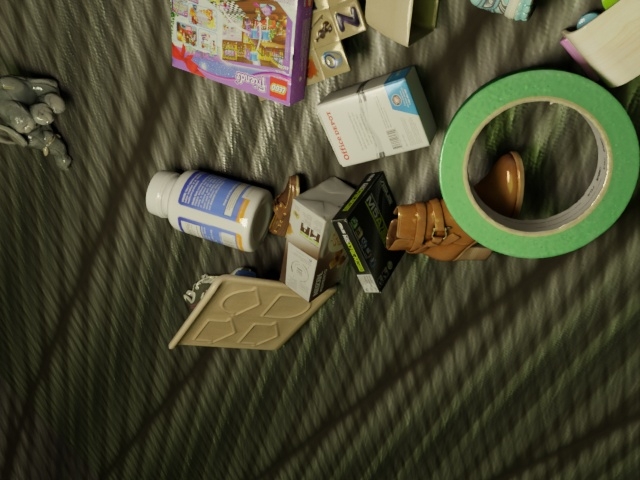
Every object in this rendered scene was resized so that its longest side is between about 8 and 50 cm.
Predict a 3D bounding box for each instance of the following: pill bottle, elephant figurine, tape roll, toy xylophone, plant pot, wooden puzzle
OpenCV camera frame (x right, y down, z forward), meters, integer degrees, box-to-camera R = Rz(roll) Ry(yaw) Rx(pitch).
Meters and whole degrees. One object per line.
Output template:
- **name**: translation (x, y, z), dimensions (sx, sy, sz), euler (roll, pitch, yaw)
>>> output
- **pill bottle**: translation (-0.261, -0.080, 1.417), dimensions (0.272, 0.152, 0.152), euler (17, 130, 13)
- **elephant figurine**: translation (-0.718, -0.284, 1.480), dimensions (0.186, 0.169, 0.239), euler (63, 147, 10)
- **tape roll**: translation (0.367, -0.131, 1.041), dimensions (0.321, 0.077, 0.321), euler (4, 108, 12)
- **toy xylophone**: translation (0.503, -0.376, 0.888), dimensions (0.322, 0.081, 0.236), euler (-25, 112, 36)
- **plant pot**: translation (0.135, -0.405, 1.025), dimensions (0.096, 0.109, 0.109), euler (22, 132, 24)
- **wooden puzzle**: translation (-0.174, 0.174, 1.525), dimensions (0.348, 0.080, 0.322), euler (6, 142, -34)

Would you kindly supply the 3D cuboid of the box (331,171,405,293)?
- **box**: translation (0.112, -0.017, 1.273), dimensions (0.045, 0.184, 0.191), euler (-4, 123, 39)

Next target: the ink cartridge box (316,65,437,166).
- **ink cartridge box**: translation (0.110, -0.238, 1.174), dimensions (0.190, 0.082, 0.139), euler (-9, 120, 31)

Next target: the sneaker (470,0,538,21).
- **sneaker**: translation (0.284, -0.474, 0.899), dimensions (0.122, 0.110, 0.283), euler (15, 130, 18)

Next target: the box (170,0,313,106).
- **box**: translation (-0.157, -0.394, 1.140), dimensions (0.293, 0.057, 0.201), euler (24, 128, 22)

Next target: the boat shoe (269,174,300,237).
- **boat shoe**: translation (-0.082, -0.075, 1.388), dimensions (0.060, 0.064, 0.178), euler (7, 133, -8)

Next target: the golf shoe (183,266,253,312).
- **golf shoe**: translation (-0.284, 0.138, 1.630), dimensions (0.120, 0.105, 0.273), euler (44, 130, -2)

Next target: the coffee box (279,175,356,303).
- **coffee box**: translation (0.000, 0.000, 1.352), dimensions (0.098, 0.141, 0.246), euler (35, 135, 25)

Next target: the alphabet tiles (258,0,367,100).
- **alphabet tiles**: translation (-0.082, -0.422, 1.117), dimensions (0.342, 0.011, 0.285), euler (-7, 113, 38)

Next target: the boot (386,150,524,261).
- **boot**: translation (0.257, -0.066, 1.188), dimensions (0.220, 0.109, 0.283), euler (6, 142, -7)
